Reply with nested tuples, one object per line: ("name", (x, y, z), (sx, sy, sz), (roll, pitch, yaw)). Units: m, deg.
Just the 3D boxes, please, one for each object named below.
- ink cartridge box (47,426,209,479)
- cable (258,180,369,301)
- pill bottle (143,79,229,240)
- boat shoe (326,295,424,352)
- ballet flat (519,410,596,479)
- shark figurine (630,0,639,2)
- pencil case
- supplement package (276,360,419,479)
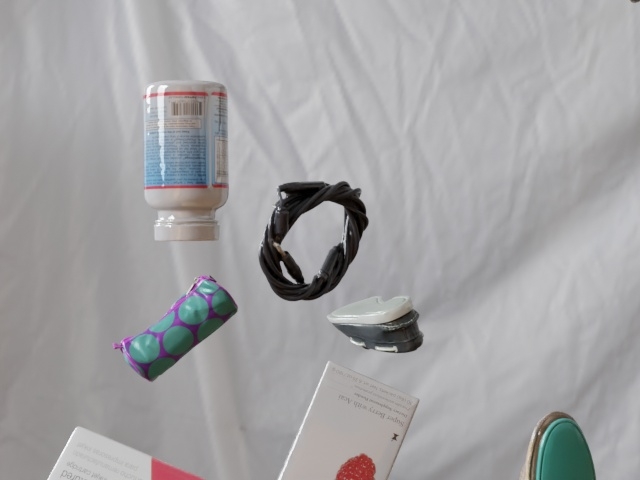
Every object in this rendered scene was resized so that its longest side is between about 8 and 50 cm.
("ink cartridge box", (-0.271, 0.477, 1.647), (0.279, 0.384, 0.160), (17, -21, 26))
("cable", (0.000, 0.000, 1.578), (0.047, 0.150, 0.184), (8, 7, 39))
("pill bottle", (-0.137, -0.079, 1.293), (0.087, 0.160, 0.087), (0, 0, 0))
("boat shoe", (0.097, 0.159, 2.322), (0.114, 0.091, 0.302), (-24, 6, -14))
("ballet flat", (0.305, 0.371, 1.648), (0.107, 0.316, 0.106), (-13, 6, -24))
("shark figurine", (0.513, -0.279, 1.557), (0.278, 0.116, 0.166), (42, 22, 21))
("pencil case", (-0.179, 0.108, 1.589), (0.070, 0.152, 0.064), (52, -8, -21))
("supplement package", (0.034, 0.385, 2.232), (0.177, 0.293, 0.175), (23, -12, 2))
